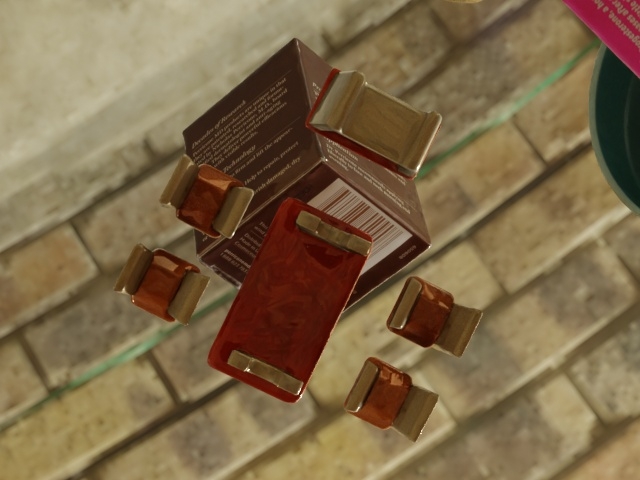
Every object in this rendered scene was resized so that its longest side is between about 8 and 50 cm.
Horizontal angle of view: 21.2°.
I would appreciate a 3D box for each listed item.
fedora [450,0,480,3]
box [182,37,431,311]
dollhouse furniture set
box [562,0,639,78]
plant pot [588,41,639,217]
[{"bbox_3d":[0.064,-0.261,1.455,0.194,0.194,0.079,11,96,-58],"label":"fedora"},{"bbox_3d":[-0.017,-0.053,1.702,0.167,0.203,0.168,-38,127,22],"label":"box"},{"bbox_3d":[0.000,0.000,1.367,0.259,0.262,0.135,-63,-174,-3],"label":"dollhouse furniture set"},{"bbox_3d":[0.166,-0.144,0.642,0.163,0.142,0.247,-39,125,20],"label":"box"},{"bbox_3d":[0.398,-0.092,1.378,0.271,0.272,0.255,-44,140,19],"label":"plant pot"}]
